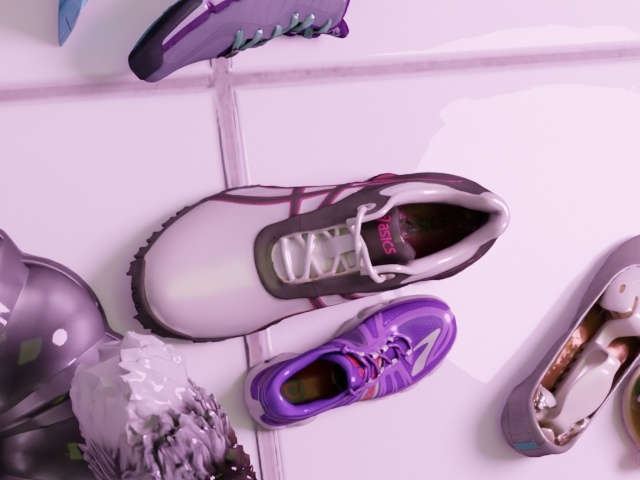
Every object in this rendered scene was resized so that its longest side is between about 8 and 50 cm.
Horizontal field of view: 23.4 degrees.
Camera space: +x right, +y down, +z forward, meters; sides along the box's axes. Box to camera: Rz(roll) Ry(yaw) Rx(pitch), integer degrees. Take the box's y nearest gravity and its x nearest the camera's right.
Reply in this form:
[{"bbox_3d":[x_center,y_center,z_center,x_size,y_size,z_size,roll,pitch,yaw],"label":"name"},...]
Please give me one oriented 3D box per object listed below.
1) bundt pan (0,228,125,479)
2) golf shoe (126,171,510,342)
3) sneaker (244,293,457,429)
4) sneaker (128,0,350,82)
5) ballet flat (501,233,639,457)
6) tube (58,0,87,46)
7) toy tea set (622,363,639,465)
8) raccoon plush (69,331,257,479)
[{"bbox_3d":[-0.251,0.140,0.983,0.331,0.124,0.330,2,83,-18],"label":"bundt pan"},{"bbox_3d":[0.000,0.000,1.083,0.273,0.120,0.105,-15,91,-18],"label":"golf shoe"},{"bbox_3d":[0.030,0.092,1.107,0.170,0.071,0.068,-25,92,-20],"label":"sneaker"},{"bbox_3d":[-0.031,-0.166,1.111,0.224,0.083,0.098,-42,102,-18],"label":"sneaker"},{"bbox_3d":[0.219,0.079,1.172,0.072,0.068,0.213,43,73,-10],"label":"ballet flat"},{"bbox_3d":[-0.151,-0.241,1.084,0.052,0.080,0.207,16,76,-11],"label":"tube"},{"bbox_3d":[0.327,0.187,1.166,0.200,0.124,0.336,12,81,-17],"label":"toy tea set"},{"bbox_3d":[0.072,0.213,0.982,0.299,0.216,0.446,-29,108,-36],"label":"raccoon plush"}]
